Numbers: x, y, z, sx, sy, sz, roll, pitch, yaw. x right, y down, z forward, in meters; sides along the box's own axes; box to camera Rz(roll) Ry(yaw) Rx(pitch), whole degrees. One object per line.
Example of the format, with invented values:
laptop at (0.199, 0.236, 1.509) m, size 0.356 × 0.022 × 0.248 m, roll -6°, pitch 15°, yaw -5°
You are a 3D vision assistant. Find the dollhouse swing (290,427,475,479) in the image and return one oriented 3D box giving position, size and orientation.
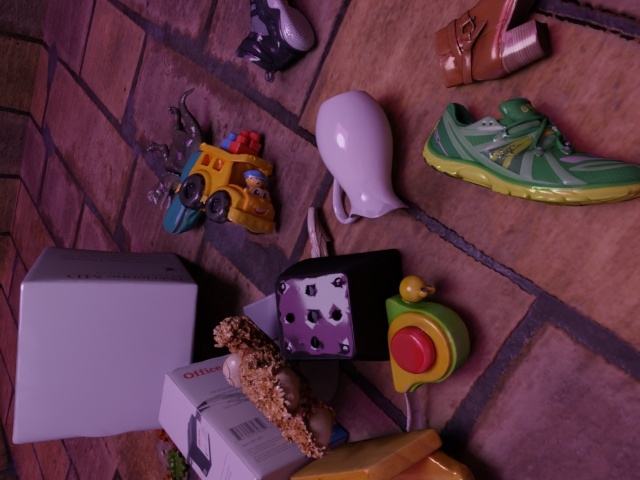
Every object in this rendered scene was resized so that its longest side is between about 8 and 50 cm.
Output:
dollhouse swing at (0.059, 0.505, 0.644) m, size 0.315 × 0.305 × 0.346 m, roll -36°, pitch 75°, yaw 44°

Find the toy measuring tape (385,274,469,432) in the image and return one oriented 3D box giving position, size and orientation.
toy measuring tape at (0.174, 0.213, 0.714) m, size 0.122 × 0.122 × 0.329 m, roll -5°, pitch 97°, yaw 43°

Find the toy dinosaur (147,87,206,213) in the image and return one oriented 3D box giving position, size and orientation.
toy dinosaur at (-0.345, -0.235, 1.203) m, size 0.160 × 0.121 × 0.313 m, roll 48°, pitch 117°, yaw 18°

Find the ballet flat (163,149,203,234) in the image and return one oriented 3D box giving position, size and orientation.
ballet flat at (-0.309, -0.121, 1.167) m, size 0.083 × 0.087 × 0.247 m, roll 43°, pitch 116°, yaw 19°

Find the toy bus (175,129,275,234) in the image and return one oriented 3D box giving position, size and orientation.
toy bus at (-0.176, -0.136, 1.022) m, size 0.220 × 0.150 × 0.211 m, roll 27°, pitch 93°, yaw 37°

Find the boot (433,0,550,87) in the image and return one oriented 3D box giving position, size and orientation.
boot at (0.232, -0.326, 0.671) m, size 0.153 × 0.073 × 0.196 m, roll -7°, pitch 83°, yaw 47°

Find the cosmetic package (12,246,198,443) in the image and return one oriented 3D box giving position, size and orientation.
cosmetic package at (-0.490, 0.210, 1.103) m, size 0.394 × 0.330 × 0.326 m, roll -159°, pitch 75°, yaw -64°

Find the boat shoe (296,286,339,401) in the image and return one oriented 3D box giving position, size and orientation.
boat shoe at (-0.027, 0.198, 0.923) m, size 0.076 × 0.080 × 0.228 m, roll -28°, pitch 78°, yaw 65°

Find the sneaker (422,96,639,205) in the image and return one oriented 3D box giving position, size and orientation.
sneaker at (0.265, -0.120, 0.615) m, size 0.296 × 0.110 × 0.123 m, roll 26°, pitch 112°, yaw 40°

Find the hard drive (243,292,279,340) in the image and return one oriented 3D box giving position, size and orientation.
hard drive at (-0.113, 0.172, 1.032) m, size 0.135 × 0.022 × 0.094 m, roll -28°, pitch 72°, yaw 40°

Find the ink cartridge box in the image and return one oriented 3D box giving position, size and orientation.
ink cartridge box at (-0.140, 0.366, 0.924) m, size 0.308 × 0.223 × 0.128 m, roll 29°, pitch 112°, yaw 39°

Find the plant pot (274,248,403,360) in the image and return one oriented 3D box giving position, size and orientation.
plant pot at (0.025, 0.116, 0.774) m, size 0.188 × 0.167 × 0.187 m, roll -7°, pitch 87°, yaw 27°

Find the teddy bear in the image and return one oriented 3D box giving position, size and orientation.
teddy bear at (-0.093, 0.244, 0.805) m, size 0.113 × 0.245 × 0.338 m, roll -44°, pitch 38°, yaw -12°

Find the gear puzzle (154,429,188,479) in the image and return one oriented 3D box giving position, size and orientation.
gear puzzle at (-0.429, 0.579, 1.320) m, size 0.176 × 0.044 × 0.338 m, roll 7°, pitch 95°, yaw 43°

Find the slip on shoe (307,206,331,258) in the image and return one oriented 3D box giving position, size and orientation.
slip on shoe at (0.000, 0.000, 0.914) m, size 0.041 × 0.051 × 0.135 m, roll -6°, pitch 75°, yaw 4°

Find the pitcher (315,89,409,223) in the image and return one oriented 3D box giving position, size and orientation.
pitcher at (0.054, -0.134, 0.817) m, size 0.178 × 0.126 × 0.206 m, roll -16°, pitch 91°, yaw 58°

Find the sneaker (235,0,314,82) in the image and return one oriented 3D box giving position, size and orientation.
sneaker at (-0.126, -0.459, 0.978) m, size 0.153 × 0.101 × 0.268 m, roll -39°, pitch 68°, yaw 34°
